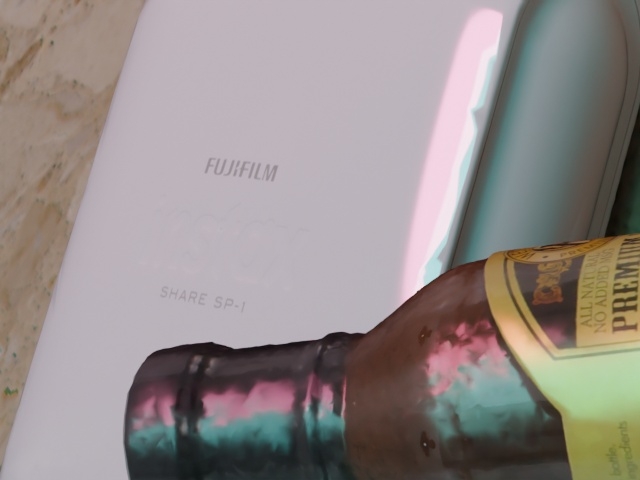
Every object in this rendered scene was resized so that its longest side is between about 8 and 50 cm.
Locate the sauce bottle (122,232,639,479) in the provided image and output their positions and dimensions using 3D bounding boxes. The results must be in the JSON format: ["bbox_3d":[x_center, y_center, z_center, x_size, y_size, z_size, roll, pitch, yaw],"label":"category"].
[{"bbox_3d":[0.103,0.052,0.585,0.344,0.111,0.111,-8,66,20],"label":"sauce bottle"}]

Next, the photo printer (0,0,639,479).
[{"bbox_3d":[0.000,0.000,0.787,0.256,0.107,0.307,9,79,46],"label":"photo printer"}]
